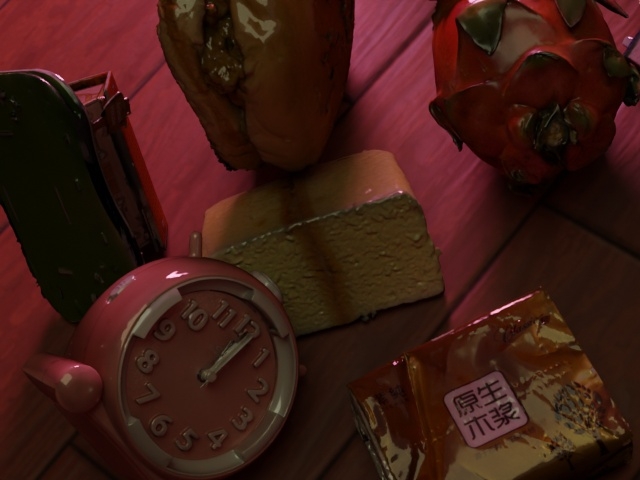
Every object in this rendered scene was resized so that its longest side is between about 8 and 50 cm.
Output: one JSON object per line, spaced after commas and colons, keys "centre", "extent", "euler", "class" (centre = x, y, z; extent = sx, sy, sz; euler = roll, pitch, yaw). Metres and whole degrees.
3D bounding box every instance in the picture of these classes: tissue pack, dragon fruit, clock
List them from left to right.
{"centre": [-0.135, 0.123, 1.313], "extent": [0.241, 0.227, 0.142], "euler": [-46, 26, -18], "class": "clock"}
{"centre": [0.158, 0.175, 1.277], "extent": [0.226, 0.092, 0.183], "euler": [-25, 58, -4], "class": "tissue pack"}
{"centre": [0.221, -0.169, 1.389], "extent": [0.224, 0.224, 0.227], "euler": [-28, 63, -4], "class": "dragon fruit"}

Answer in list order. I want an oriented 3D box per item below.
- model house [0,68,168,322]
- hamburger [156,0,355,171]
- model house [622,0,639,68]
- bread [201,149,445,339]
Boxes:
{"centre": [-0.229, -0.068, 1.413], "extent": [0.207, 0.293, 0.154], "euler": [3, 30, 44], "class": "model house"}
{"centre": [-0.057, -0.231, 1.444], "extent": [0.174, 0.284, 0.304], "euler": [3, 55, 15], "class": "hamburger"}
{"centre": [0.386, -0.222, 1.463], "extent": [0.100, 0.088, 0.100], "euler": [-59, 34, 14], "class": "model house"}
{"centre": [0.000, 0.000, 1.451], "extent": [0.240, 0.135, 0.178], "euler": [-18, 25, 4], "class": "bread"}
